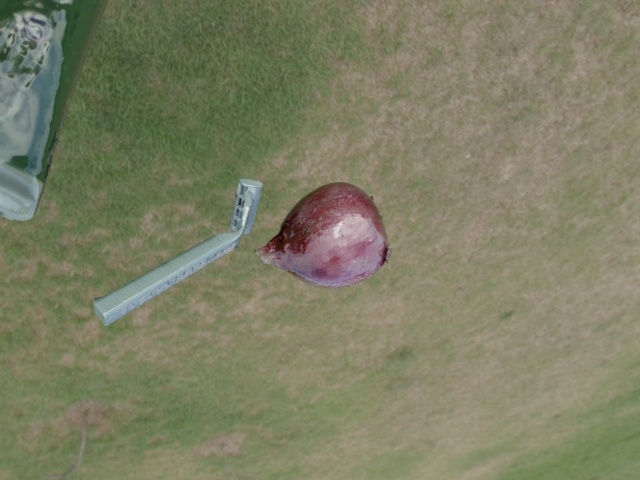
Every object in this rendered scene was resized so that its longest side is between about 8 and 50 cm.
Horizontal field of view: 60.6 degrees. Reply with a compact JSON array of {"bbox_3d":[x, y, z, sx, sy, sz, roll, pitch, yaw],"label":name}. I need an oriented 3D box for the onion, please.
[{"bbox_3d":[0.000,0.000,0.799,0.195,0.159,0.159,-18,143,-10],"label":"onion"}]

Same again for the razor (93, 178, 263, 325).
[{"bbox_3d":[-0.177,0.024,0.740,0.278,0.056,0.111,-43,164,-38],"label":"razor"}]

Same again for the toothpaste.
[{"bbox_3d":[-0.177,-0.204,0.388,0.061,0.391,0.099,-10,148,45],"label":"toothpaste"}]
